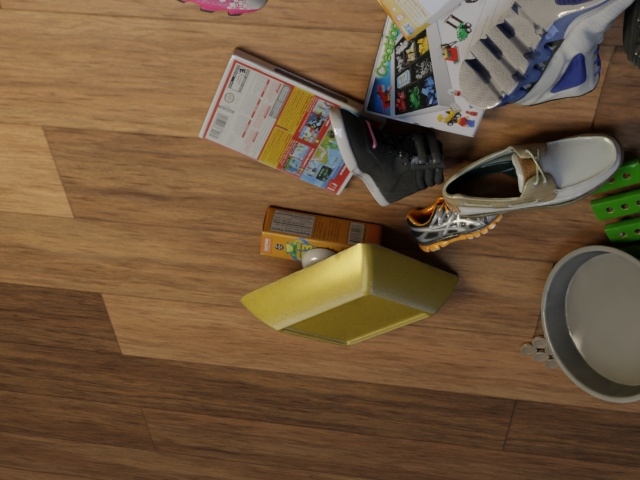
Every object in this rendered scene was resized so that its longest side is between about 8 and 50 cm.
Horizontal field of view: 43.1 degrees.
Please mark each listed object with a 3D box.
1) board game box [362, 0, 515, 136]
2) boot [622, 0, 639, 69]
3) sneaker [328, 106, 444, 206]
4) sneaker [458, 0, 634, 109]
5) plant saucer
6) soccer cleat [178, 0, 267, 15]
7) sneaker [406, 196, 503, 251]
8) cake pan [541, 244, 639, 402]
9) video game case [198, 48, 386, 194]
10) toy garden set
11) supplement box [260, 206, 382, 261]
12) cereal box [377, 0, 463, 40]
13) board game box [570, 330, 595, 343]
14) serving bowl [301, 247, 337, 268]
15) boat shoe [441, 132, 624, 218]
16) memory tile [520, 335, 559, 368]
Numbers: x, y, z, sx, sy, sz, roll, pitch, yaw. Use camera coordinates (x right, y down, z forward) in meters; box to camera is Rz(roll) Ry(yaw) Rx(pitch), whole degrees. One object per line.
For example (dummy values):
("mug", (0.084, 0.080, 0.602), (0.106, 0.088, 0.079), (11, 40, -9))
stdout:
("board game box", (0.191, -0.307, 1.250), (0.193, 0.053, 0.305), (13, 137, -2))
("boot", (0.666, -0.263, 1.020), (0.446, 0.367, 0.146), (4, 102, -9))
("sneaker", (0.120, -0.160, 1.353), (0.147, 0.104, 0.296), (-20, 152, 17))
("sneaker", (0.356, -0.305, 1.157), (0.182, 0.127, 0.315), (1, 141, -46))
("plant saucer", (0.066, 0.130, 1.631), (0.333, 0.080, 0.333), (-24, 151, 34))
("soccer cleat", (-0.214, -0.440, 1.152), (0.331, 0.116, 0.143), (23, 137, -12))
("sneaker", (0.252, -0.049, 1.496), (0.215, 0.084, 0.083), (-27, 116, 33))
("cake pan", (0.539, 0.150, 1.498), (0.054, 0.293, 0.293), (-9, 149, -34))
("video game case", (-0.054, -0.203, 1.438), (0.285, 0.025, 0.204), (22, 136, -11))
("toy garden set", (0.594, -0.065, 1.420), (0.204, 0.049, 0.244), (-15, 130, 34))
("supplement box", (0.000, 0.000, 1.603), (0.234, 0.080, 0.078), (10, 138, 3))
("cereal box", (0.165, -0.410, 1.088), (0.240, 0.047, 0.173), (-34, 111, 21))
("board game box", (0.744, 0.261, 1.569), (0.390, 0.050, 0.390), (32, 164, -30))
("serving bowl", (0.003, 0.052, 1.582), (0.083, 0.027, 0.083), (6, 141, 5))
("boat shoe", (0.351, -0.106, 1.358), (0.302, 0.113, 0.103), (-20, 164, 23))
("memory tile", (0.524, 0.230, 1.781), (0.113, 0.012, 0.148), (29, 134, -18))
